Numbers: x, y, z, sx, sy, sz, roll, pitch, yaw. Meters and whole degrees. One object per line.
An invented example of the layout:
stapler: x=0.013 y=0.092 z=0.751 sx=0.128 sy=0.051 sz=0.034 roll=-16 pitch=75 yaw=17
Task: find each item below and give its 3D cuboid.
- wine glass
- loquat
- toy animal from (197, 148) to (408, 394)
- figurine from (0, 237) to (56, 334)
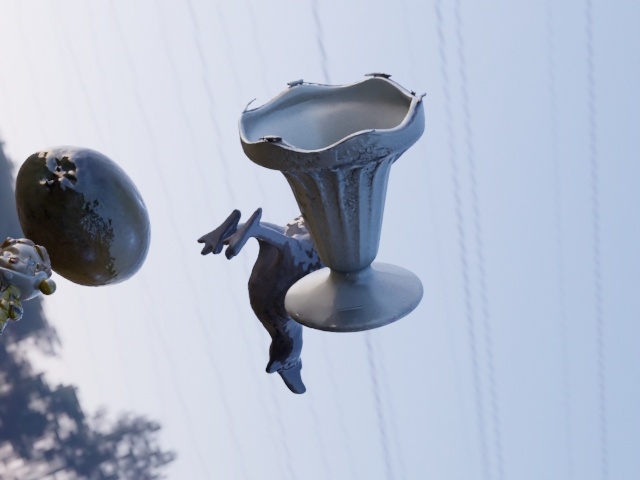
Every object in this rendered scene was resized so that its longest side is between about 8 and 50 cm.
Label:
wine glass: x=0.019 y=-0.031 z=1.227 sx=0.165 sy=0.165 sz=0.196 roll=34 pitch=-44 yaw=58
loquat: x=-0.334 y=-0.037 z=1.957 sx=0.179 sy=0.179 sz=0.227 roll=38 pitch=-18 yaw=55
toy animal: x=-0.035 y=0.009 z=1.616 sx=0.081 sy=0.206 sz=0.367 roll=44 pitch=-64 yaw=50
figurine: x=-0.357 y=0.056 z=1.609 sx=0.143 sy=0.101 sz=0.068 roll=-103 pitch=-160 yaw=-44
